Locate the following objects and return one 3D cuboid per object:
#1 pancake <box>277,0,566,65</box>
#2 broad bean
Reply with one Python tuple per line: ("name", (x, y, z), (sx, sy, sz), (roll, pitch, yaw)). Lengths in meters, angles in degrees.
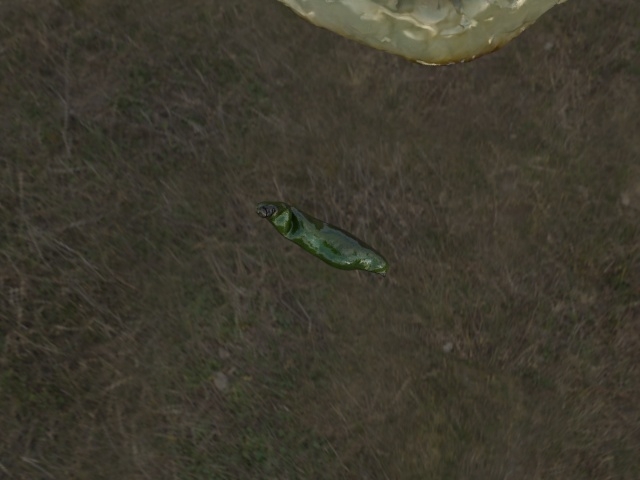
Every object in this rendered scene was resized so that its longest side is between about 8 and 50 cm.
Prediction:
("pancake", (0.052, -0.305, 0.603), (0.387, 0.082, 0.386), (1, 85, -12))
("broad bean", (-0.004, -0.004, 1.195), (0.046, 0.195, 0.061), (-57, 26, 14))
